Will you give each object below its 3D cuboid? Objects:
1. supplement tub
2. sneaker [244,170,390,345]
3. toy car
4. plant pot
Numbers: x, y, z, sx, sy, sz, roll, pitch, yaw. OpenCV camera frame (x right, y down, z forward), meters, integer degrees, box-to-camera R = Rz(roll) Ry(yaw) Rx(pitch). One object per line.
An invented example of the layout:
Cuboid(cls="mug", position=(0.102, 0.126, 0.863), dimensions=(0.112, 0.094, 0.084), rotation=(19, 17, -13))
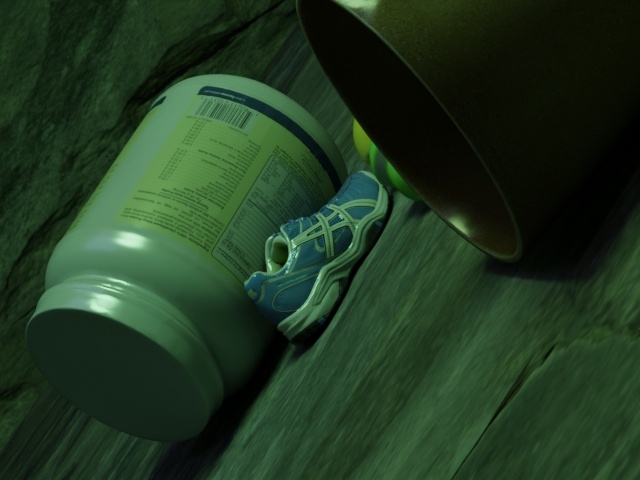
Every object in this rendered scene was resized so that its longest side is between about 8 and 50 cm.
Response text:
Cuboid(cls="supplement tub", position=(-0.132, 0.016, 1.794), dimensions=(0.235, 0.235, 0.325), rotation=(-39, 18, 53))
Cuboid(cls="sneaker", position=(0.000, 0.000, 1.699), dimensions=(0.080, 0.081, 0.211), rotation=(-44, 13, 48))
Cuboid(cls="toy car", position=(0.061, -0.116, 1.661), dimensions=(0.225, 0.053, 0.239), rotation=(-103, 4, -50))
Cuboid(cls="plant pot", position=(0.153, -0.156, 1.235), dimensions=(0.254, 0.237, 0.237), rotation=(-40, 9, -8))
